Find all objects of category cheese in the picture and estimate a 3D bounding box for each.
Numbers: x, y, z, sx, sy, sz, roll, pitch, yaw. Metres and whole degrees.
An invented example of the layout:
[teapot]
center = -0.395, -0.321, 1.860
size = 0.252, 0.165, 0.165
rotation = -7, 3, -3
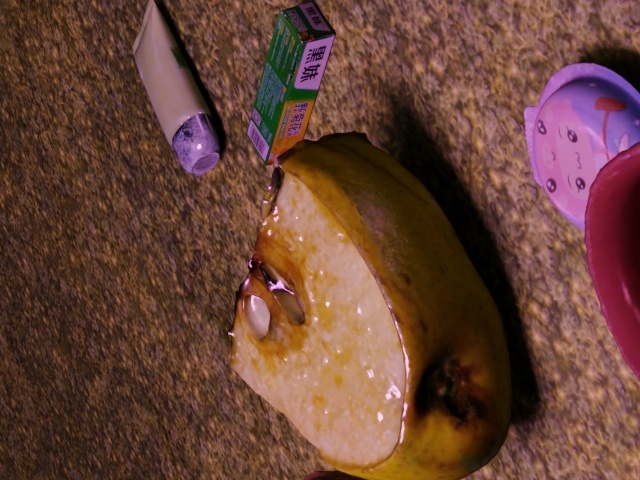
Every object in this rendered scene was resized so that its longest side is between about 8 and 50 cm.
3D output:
[cheese]
center = 0.214, -0.054, 1.318
size = 0.245, 0.052, 0.135
rotation = 16, 122, 59

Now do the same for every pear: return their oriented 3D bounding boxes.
[pear]
center = 0.064, 0.064, 1.582
size = 0.255, 0.164, 0.238
rotation = 43, 133, 34

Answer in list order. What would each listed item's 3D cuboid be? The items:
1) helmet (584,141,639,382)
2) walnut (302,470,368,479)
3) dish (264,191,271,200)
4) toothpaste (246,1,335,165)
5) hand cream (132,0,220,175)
[helmet]
center = 0.337, 0.019, 0.927
size = 0.385, 0.230, 0.337
rotation = 4, 131, 57
[walnut]
center = 0.035, 0.335, 1.766
size = 0.261, 0.225, 0.225
rotation = 70, 155, 13
[dish]
center = 0.000, 0.000, 1.786
size = 0.091, 0.039, 0.137
rotation = -14, 97, 59
[toothpaste]
center = -0.028, -0.138, 1.745
size = 0.043, 0.037, 0.178
rotation = 60, 152, 27
[hand cream]
center = -0.148, -0.151, 1.961
size = 0.175, 0.046, 0.095
rotation = 67, 156, 21
